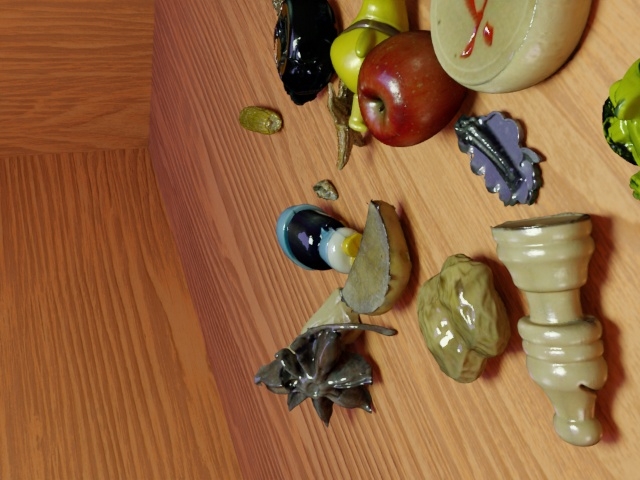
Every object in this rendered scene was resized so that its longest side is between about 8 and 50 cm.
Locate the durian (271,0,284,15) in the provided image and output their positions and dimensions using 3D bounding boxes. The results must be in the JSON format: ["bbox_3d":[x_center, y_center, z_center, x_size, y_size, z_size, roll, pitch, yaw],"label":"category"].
[{"bbox_3d":[-0.085,-0.588,1.599,0.091,0.080,0.080,-39,59,38],"label":"durian"}]

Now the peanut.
[{"bbox_3d":[0.230,0.123,1.059,0.233,0.110,0.197,116,145,-52],"label":"peanut"}]

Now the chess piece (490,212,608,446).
[{"bbox_3d":[0.318,0.122,0.872,0.138,0.124,0.307,-8,94,37],"label":"chess piece"}]

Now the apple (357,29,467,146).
[{"bbox_3d":[0.148,-0.246,1.052,0.181,0.168,0.181,43,144,43],"label":"apple"}]

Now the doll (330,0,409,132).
[{"bbox_3d":[0.097,-0.381,1.150,0.199,0.145,0.363,-64,-15,-50],"label":"doll"}]

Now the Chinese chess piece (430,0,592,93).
[{"bbox_3d":[0.251,-0.327,0.881,0.249,0.103,0.250,174,90,-66],"label":"Chinese chess piece"}]

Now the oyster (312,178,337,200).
[{"bbox_3d":[0.020,-0.121,1.591,0.083,0.038,0.081,30,157,28],"label":"oyster"}]

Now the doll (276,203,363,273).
[{"bbox_3d":[0.000,0.000,1.524,0.314,0.141,0.177,17,144,52],"label":"doll"}]

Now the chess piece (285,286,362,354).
[{"bbox_3d":[0.012,0.243,1.621,0.301,0.137,0.137,-59,43,40],"label":"chess piece"}]

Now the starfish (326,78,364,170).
[{"bbox_3d":[0.050,-0.261,1.302,0.240,0.043,0.228,37,-123,-70],"label":"starfish"}]

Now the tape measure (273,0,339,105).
[{"bbox_3d":[-0.038,-0.445,1.468,0.202,0.135,0.223,141,124,-73],"label":"tape measure"}]

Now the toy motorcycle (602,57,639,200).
[{"bbox_3d":[0.385,-0.064,0.611,0.206,0.142,0.342,49,-167,-54],"label":"toy motorcycle"}]

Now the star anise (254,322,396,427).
[{"bbox_3d":[0.018,0.300,1.505,0.139,0.359,0.316,-73,-25,-48],"label":"star anise"}]

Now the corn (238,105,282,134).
[{"bbox_3d":[-0.179,-0.354,1.897,0.238,0.080,0.080,26,121,60],"label":"corn"}]

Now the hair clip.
[{"bbox_3d":[0.264,-0.130,0.980,0.195,0.052,0.124,58,153,35],"label":"hair clip"}]

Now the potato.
[{"bbox_3d":[0.133,0.049,1.280,0.138,0.098,0.243,52,136,44],"label":"potato"}]
